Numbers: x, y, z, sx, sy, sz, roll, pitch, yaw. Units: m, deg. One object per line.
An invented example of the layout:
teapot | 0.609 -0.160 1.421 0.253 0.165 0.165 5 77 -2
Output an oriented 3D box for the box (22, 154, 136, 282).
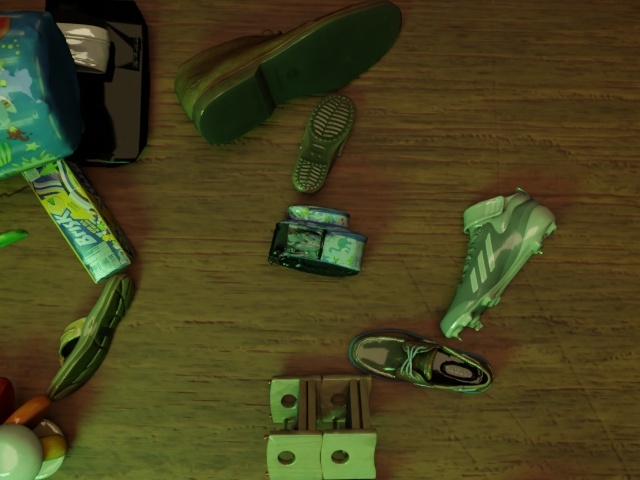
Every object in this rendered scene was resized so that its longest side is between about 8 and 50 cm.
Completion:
box | -0.298 -0.035 1.318 0.054 0.059 0.169 -30 101 4

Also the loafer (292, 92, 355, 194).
loafer | 0.000 -0.121 1.357 0.056 0.050 0.148 26 70 0

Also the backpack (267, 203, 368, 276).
backpack | 0.000 0.000 1.317 0.114 0.105 0.084 13 86 -5

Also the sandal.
sandal | -0.292 0.116 1.326 0.049 0.072 0.180 25 84 17

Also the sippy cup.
sippy cup | -0.396 -0.159 1.208 0.224 0.240 0.305 -9 124 3

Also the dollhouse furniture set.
dollhouse furniture set | 0.000 0.276 1.305 0.129 0.129 0.183 0 115 0

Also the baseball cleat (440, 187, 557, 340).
baseball cleat | 0.202 0.024 1.345 0.109 0.072 0.206 41 84 18

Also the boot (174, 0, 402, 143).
boot | -0.042 -0.239 1.341 0.305 0.112 0.115 -28 50 -14

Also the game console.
game console | -0.399 -0.200 1.360 0.361 0.044 0.213 0 85 0

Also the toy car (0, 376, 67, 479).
toy car | -0.398 0.235 1.266 0.182 0.159 0.136 -18 84 -1

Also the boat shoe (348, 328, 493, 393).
boat shoe | 0.127 0.148 1.325 0.183 0.066 0.066 9 85 0

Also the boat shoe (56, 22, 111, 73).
boat shoe | -0.352 -0.231 1.315 0.184 0.066 0.063 1 84 -11
